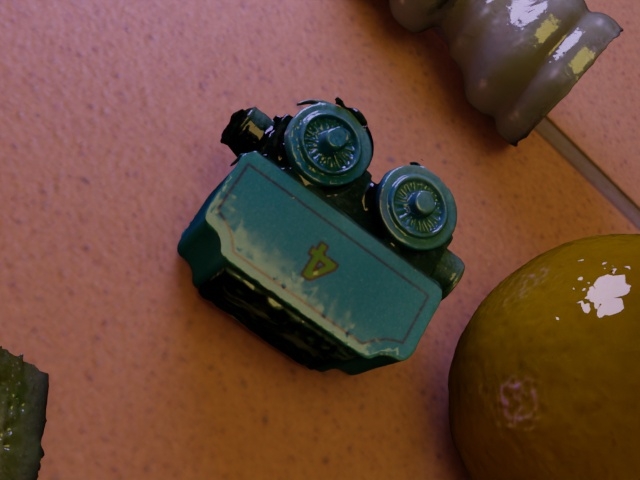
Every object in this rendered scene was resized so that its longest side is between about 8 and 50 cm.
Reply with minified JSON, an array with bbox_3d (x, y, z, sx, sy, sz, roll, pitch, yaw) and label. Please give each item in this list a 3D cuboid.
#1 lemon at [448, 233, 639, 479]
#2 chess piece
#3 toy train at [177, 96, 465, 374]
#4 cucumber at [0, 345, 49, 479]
[{"bbox_3d":[0.221,0.106,0.696,0.240,0.219,0.240,8,68,-20],"label":"lemon"},{"bbox_3d":[0.115,-0.204,0.841,0.243,0.133,0.133,41,56,2],"label":"chess piece"},{"bbox_3d":[0.000,0.000,0.698,0.198,0.107,0.154,36,65,-10],"label":"toy train"},{"bbox_3d":[-0.206,0.158,0.554,0.078,0.062,0.211,39,42,-49],"label":"cucumber"}]
